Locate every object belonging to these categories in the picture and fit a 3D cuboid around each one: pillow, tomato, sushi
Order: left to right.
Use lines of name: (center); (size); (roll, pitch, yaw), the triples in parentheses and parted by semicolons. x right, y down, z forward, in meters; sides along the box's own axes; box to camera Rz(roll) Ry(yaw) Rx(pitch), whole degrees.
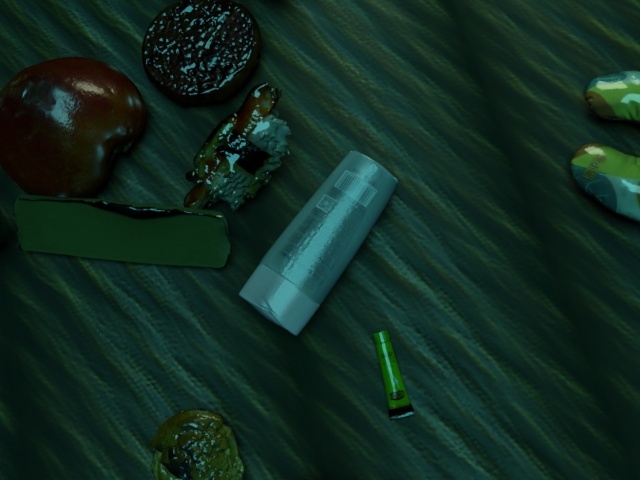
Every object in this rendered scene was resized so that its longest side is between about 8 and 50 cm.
tomato: (-0.388, -0.180, 1.023); (0.201, 0.139, 0.233); (27, 80, 15)
sushi: (-0.116, -0.122, 1.017); (0.103, 0.097, 0.226); (43, 97, 17)
pillow: (0.477, -0.135, 0.997); (0.214, 0.086, 0.233); (14, 78, 17)

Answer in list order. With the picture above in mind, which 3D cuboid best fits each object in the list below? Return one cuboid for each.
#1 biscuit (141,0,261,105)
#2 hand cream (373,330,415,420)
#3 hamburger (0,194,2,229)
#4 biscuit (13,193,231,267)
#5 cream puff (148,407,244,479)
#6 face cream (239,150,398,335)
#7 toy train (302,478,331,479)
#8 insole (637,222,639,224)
biscuit: (-0.186, -0.300, 1.088); (0.192, 0.049, 0.192); (-2, 79, 9)
hand cream: (0.099, 0.187, 0.969); (0.036, 0.023, 0.121); (-14, 80, -4)
hamburger: (-0.608, -0.007, 0.981); (0.288, 0.192, 0.167); (-29, 82, -30)
biscuit: (-0.288, -0.016, 1.013); (0.323, 0.038, 0.099); (4, 117, 4)
cream puff: (-0.165, 0.291, 0.921); (0.119, 0.104, 0.133); (-40, 79, -13)
face cream: (0.000, 0.000, 0.992); (0.107, 0.073, 0.269); (33, 81, 15)
toy train: (0.071, 0.358, 0.874); (0.226, 0.137, 0.090); (12, 82, 10)
insole: (0.474, -0.058, 1.014); (0.232, 0.003, 0.080); (40, 82, 11)
